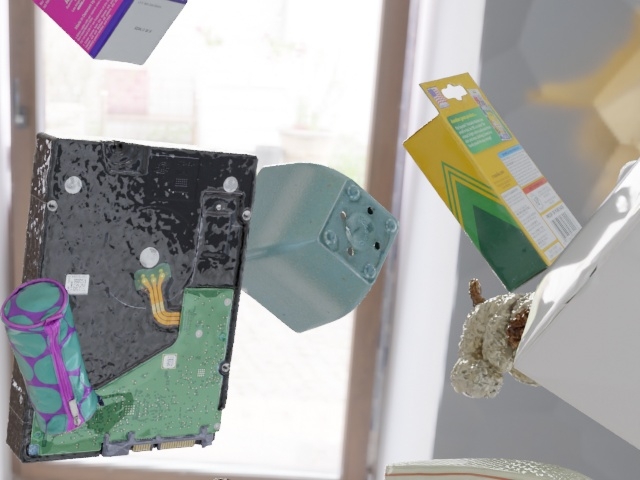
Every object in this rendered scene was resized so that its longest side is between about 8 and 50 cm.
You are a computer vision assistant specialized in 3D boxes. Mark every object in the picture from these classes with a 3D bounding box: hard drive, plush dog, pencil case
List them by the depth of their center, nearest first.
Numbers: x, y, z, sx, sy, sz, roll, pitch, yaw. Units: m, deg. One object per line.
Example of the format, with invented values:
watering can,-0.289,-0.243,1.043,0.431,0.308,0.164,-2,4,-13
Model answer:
pencil case,-0.249,0.110,0.971,0.065,0.151,0.070,-28,44,-25
hard drive,-0.201,0.062,1.121,0.237,0.338,0.064,1,11,-33
plush dog,0.360,0.148,1.788,0.263,0.210,0.225,-3,-12,-40

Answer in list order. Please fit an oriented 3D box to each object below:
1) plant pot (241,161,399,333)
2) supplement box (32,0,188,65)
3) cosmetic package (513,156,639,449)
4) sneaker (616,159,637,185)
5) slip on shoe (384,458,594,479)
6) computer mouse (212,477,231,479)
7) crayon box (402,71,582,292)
plant pot,0.000,0.000,1.945,0.248,0.247,0.252,41,-31,-25
supplement box,-0.295,-0.331,1.309,0.220,0.114,0.111,45,20,14
cosmetic package,0.361,0.099,0.811,0.366,0.197,0.155,35,34,2
sneaker,0.453,-0.033,0.961,0.366,0.210,0.137,32,-8,1
slip on shoe,0.242,0.367,1.490,0.331,0.101,0.123,-7,-8,33
computer mouse,-0.129,0.326,0.969,0.041,0.071,0.242,12,52,20
crayon box,0.253,-0.095,1.583,0.083,0.323,0.203,-38,-7,31
